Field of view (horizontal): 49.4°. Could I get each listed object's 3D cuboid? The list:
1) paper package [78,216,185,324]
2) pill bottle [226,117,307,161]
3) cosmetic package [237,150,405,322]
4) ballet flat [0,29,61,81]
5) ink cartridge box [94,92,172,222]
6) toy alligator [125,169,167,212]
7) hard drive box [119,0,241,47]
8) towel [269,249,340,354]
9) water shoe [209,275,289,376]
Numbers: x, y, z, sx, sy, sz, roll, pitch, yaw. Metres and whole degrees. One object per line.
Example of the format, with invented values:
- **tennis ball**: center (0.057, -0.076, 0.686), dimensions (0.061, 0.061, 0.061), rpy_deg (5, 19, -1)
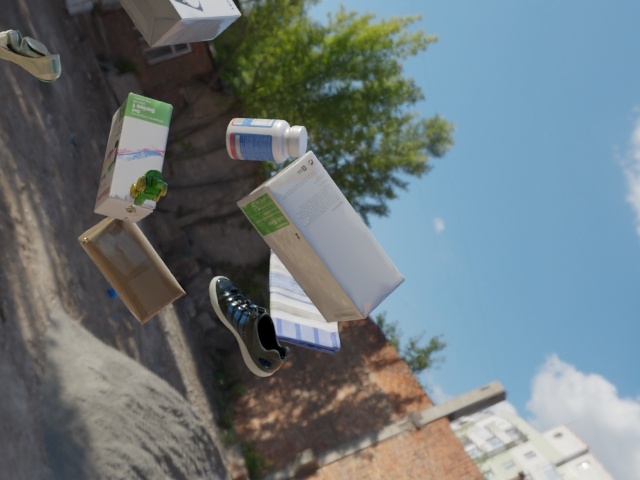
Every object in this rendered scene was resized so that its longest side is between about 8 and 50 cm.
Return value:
- **paper package**: center (-0.615, 0.079, 2.242), dimensions (0.325, 0.168, 0.309), rpy_deg (57, -17, -15)
- **pill bottle**: center (-0.158, -0.297, 2.070), dimensions (0.124, 0.221, 0.124), rpy_deg (6, 90, -76)
- **cosmetic package**: center (0.000, 0.000, 1.597), dimensions (0.366, 0.155, 0.197), rpy_deg (54, -27, -7)
- **ballet flat**: center (-0.746, -0.480, 1.739), dimensions (0.248, 0.086, 0.086), rpy_deg (28, -23, 16)
- **ink cartridge box**: center (-0.481, -0.204, 1.782), dimensions (0.201, 0.117, 0.278), rpy_deg (-17, -117, 60)
- **toy alligator**: center (-0.362, -0.107, 1.432), dimensions (0.189, 0.056, 0.051), rpy_deg (-24, -119, 53)
- **hard drive box**: center (-0.278, -0.469, 1.307), dimensions (0.181, 0.089, 0.232), rpy_deg (56, 27, -5)
- **towel**: center (-0.042, 0.157, 1.875), dimensions (0.034, 0.209, 0.285), rpy_deg (-45, -143, 42)
- **water shoe**: center (-0.119, 0.136, 1.222), dimensions (0.073, 0.080, 0.203), rpy_deg (-10, 62, -54)
